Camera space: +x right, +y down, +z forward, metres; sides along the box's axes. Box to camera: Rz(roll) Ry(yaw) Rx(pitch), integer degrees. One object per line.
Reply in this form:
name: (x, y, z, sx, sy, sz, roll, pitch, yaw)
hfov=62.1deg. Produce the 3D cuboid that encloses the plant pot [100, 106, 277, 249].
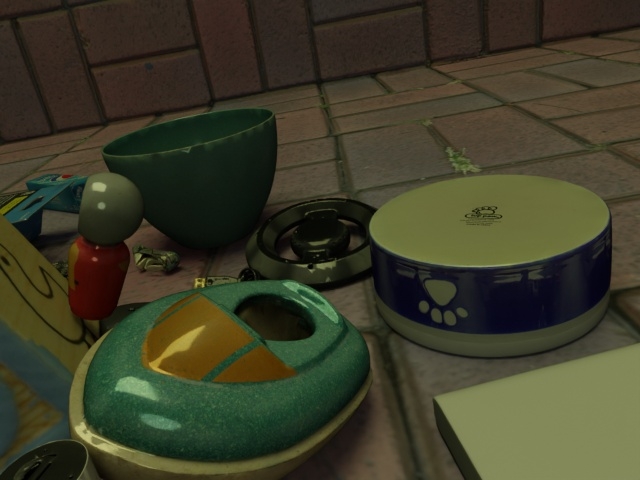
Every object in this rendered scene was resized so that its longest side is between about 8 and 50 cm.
plant pot: (-0.201, -0.100, 0.925, 0.290, 0.195, 0.290, -9, 24, 4)

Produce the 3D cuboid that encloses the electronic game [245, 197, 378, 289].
electronic game: (0.000, 0.000, 0.800, 0.229, 0.048, 0.229, -7, 32, 5)

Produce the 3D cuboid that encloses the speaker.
speaker: (-0.149, 0.191, 0.327, 0.055, 0.136, 0.055, -9, 23, 4)

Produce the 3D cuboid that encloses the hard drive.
hard drive: (0.262, 0.147, 0.373, 0.307, 0.040, 0.203, -13, 24, -5)

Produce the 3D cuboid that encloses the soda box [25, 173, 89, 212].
soda box: (-0.626, -0.117, 1.295, 0.210, 0.071, 0.067, 7, 29, 35)

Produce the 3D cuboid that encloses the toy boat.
toy boat: (-0.116, 0.064, 0.457, 0.318, 0.148, 0.267, 31, 25, 26)

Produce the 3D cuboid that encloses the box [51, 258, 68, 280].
box: (-0.368, 0.046, 0.778, 0.083, 0.018, 0.067, -16, 23, -17)

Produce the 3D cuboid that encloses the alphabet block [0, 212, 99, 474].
alphabet block: (-0.336, 0.105, 0.480, 0.193, 0.192, 0.197, -35, 30, -8)

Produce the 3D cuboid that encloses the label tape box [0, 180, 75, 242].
label tape box: (-0.652, -0.003, 1.010, 0.333, 0.106, 0.241, -10, 23, 0)

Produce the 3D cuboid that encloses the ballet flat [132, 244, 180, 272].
ballet flat: (-0.278, 0.031, 0.863, 0.114, 0.041, 0.041, 7, 29, 36)

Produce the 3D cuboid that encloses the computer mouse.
computer mouse: (-0.191, 0.086, 0.675, 0.262, 0.060, 0.184, -10, 25, 2)

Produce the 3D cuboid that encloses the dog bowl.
dog bowl: (0.191, 0.014, 0.620, 0.264, 0.104, 0.265, -9, 24, 4)
